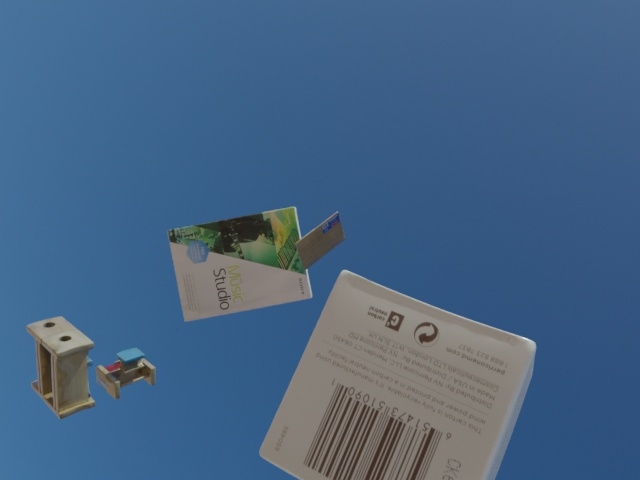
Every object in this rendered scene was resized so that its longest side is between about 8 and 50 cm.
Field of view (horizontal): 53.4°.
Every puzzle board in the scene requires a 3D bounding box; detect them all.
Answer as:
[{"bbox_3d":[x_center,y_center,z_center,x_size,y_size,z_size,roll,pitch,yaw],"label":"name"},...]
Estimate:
[{"bbox_3d":[0.000,0.000,1.474,0.011,0.128,0.096,38,-23,37],"label":"puzzle board"}]

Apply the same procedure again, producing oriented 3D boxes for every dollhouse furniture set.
[{"bbox_3d":[-0.414,0.209,1.157,0.129,0.184,0.129,23,-64,40],"label":"dollhouse furniture set"}]

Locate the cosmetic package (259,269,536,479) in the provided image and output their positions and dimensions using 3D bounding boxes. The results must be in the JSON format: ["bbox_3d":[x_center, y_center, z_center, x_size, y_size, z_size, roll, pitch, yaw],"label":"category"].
[{"bbox_3d":[0.074,0.136,0.513,0.151,0.183,0.151,21,-100,22],"label":"cosmetic package"}]

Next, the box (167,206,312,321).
[{"bbox_3d":[-0.196,0.058,1.572,0.322,0.058,0.232,-11,-88,-1],"label":"box"}]
